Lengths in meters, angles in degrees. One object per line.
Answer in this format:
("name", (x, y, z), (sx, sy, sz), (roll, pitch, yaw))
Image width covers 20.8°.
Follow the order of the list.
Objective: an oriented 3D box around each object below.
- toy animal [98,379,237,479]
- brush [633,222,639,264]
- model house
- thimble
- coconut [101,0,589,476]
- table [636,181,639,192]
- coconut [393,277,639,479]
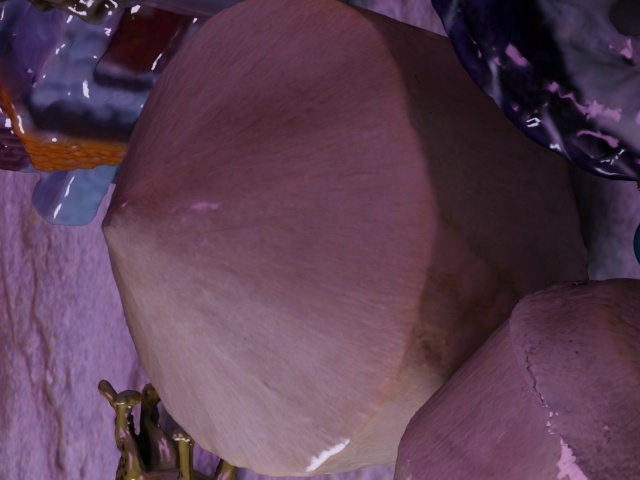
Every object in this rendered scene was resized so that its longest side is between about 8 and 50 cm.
("toy animal", (-0.128, 0.195, 1.395), (0.181, 0.073, 0.136), (19, 106, 47))
("brush", (0.266, 0.003, 0.977), (0.193, 0.032, 0.043), (1, 80, 39))
("model house", (-0.223, -0.155, 1.346), (0.297, 0.360, 0.339), (54, 125, 39))
("thimble", (0.167, -0.153, 0.833), (0.237, 0.150, 0.237), (24, 131, 30))
("coconut", (0.000, 0.000, 1.068), (0.329, 0.329, 0.329), (-12, 75, 50))
("table", (0.232, -0.058, 0.983), (0.082, 0.083, 0.070), (-2, 84, 54))
("coconut", (0.143, 0.142, 0.929), (0.234, 0.224, 0.224), (-61, 43, 35))
